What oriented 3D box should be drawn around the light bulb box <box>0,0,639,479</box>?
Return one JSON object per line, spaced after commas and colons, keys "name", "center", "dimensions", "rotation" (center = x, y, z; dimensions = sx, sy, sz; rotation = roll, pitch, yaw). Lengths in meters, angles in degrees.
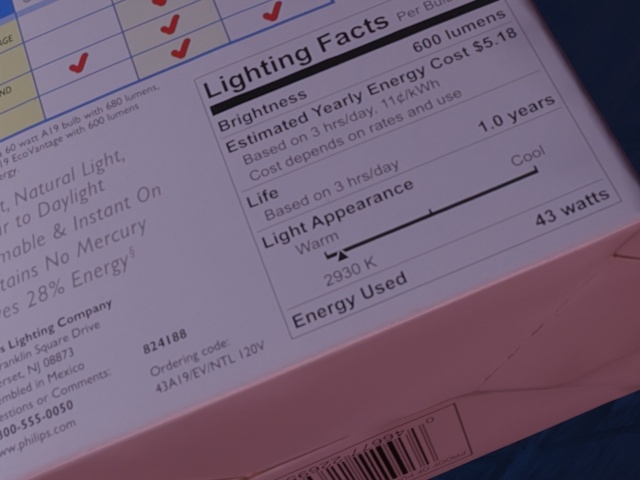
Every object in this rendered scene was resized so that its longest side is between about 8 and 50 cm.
{"name": "light bulb box", "center": [-0.039, -0.037, 0.739], "dimensions": [0.358, 0.361, 0.225], "rotation": [-22, 149, 1]}
